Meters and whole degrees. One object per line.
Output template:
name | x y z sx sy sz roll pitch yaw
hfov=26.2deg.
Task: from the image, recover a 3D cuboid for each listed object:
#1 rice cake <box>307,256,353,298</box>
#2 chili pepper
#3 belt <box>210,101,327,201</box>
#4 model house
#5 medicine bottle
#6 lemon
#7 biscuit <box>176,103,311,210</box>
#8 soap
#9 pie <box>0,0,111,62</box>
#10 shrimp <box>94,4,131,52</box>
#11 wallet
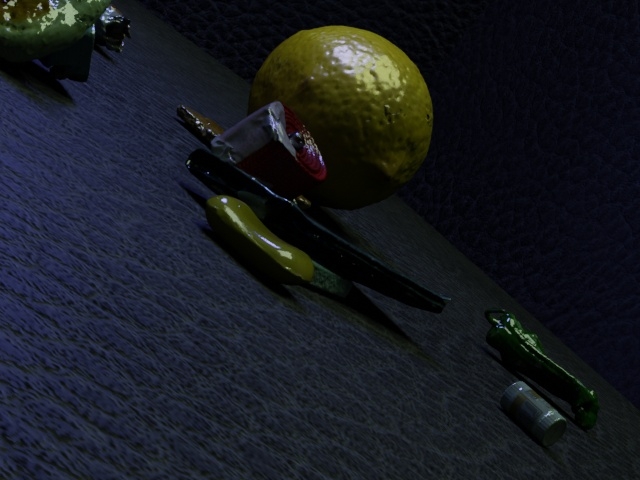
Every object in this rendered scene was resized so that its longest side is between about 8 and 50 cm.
rice cake | -0.012 0.035 1.600 0.042 0.030 0.180 36 4 27
chili pepper | 0.363 0.207 2.268 0.257 0.074 0.100 39 6 5
belt | -0.075 -0.103 1.841 0.128 0.124 0.201 57 11 -2
model house | -0.343 -0.258 1.605 0.149 0.119 0.148 5 45 -19
medicine bottle | 0.277 0.225 1.787 0.083 0.047 0.047 42 8 39
lemon | 0.034 -0.212 2.348 0.336 0.336 0.336 38 6 -5
biscuit | -0.122 -0.126 2.154 0.237 0.026 0.131 41 9 20
soap | -0.067 0.002 1.464 0.140 0.045 0.089 39 4 20
pie | -0.348 -0.290 1.528 0.241 0.054 0.240 7 47 -7
shrimp | -0.441 -0.416 2.250 0.287 0.068 0.185 34 6 -20
wallet | 0.000 0.000 1.701 0.191 0.046 0.379 28 -3 41
